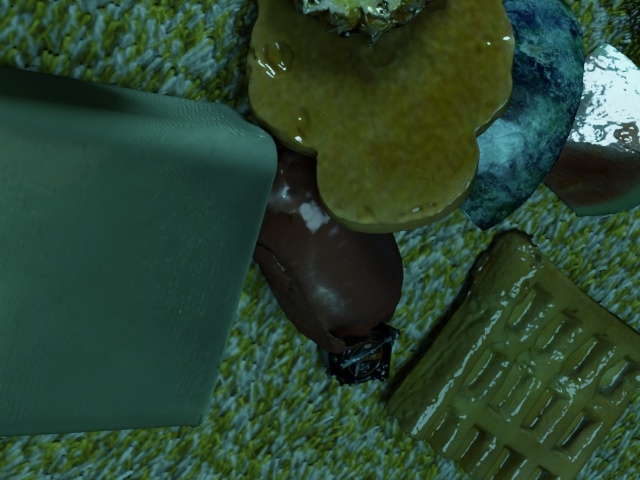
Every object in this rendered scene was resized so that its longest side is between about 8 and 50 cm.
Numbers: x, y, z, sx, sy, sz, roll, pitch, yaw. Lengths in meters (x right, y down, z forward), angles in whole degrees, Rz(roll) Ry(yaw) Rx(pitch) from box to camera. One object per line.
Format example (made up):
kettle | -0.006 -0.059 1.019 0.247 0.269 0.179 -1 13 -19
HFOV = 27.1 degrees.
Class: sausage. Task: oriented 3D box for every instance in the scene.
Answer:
sausage | 0.000 0.000 1.444 0.152 0.152 0.279 -35 128 -10

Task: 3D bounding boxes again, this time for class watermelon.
watermelon | 0.324 -0.125 1.638 0.202 0.136 0.207 24 135 1
watermelon | 0.154 -0.177 1.443 0.148 0.226 0.318 31 63 -37

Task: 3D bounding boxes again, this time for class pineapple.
pineapple | 0.046 -0.302 1.305 0.221 0.221 0.047 -45 167 -3

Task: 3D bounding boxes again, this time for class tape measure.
tape measure | 0.048 0.131 1.597 0.094 0.054 0.091 3 110 -38

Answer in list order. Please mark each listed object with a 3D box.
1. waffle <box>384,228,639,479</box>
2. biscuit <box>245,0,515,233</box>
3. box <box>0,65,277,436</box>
waffle | 0.273 0.183 1.740 0.348 0.077 0.304 36 92 -37
biscuit | 0.058 -0.192 1.332 0.269 0.051 0.376 -4 80 5
box | -0.255 0.018 1.294 0.344 0.177 0.352 5 110 -33
